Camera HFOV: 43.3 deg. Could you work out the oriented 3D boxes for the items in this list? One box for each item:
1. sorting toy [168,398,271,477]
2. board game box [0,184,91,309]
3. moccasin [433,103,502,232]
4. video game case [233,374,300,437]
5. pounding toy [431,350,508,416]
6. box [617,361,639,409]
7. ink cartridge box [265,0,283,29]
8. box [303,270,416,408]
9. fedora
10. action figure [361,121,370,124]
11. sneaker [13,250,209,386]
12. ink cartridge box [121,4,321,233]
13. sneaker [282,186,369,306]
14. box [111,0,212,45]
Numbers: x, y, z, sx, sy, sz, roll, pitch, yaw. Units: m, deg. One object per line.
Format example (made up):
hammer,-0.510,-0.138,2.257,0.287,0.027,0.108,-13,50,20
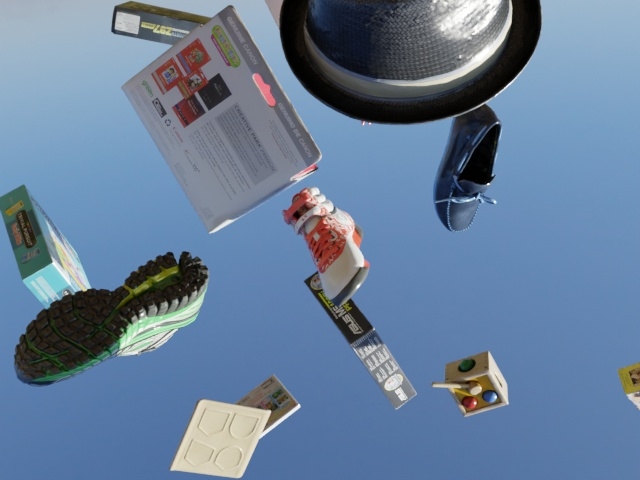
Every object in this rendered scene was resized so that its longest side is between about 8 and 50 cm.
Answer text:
sorting toy,-0.281,0.556,2.108,0.229,0.307,0.041,16,-166,-34
board game box,-0.624,0.057,1.879,0.079,0.254,0.336,-31,-136,-8
moccasin,0.339,-0.151,1.867,0.137,0.342,0.117,-17,-140,-20
video game case,-0.162,0.490,2.386,0.157,0.019,0.143,-35,-130,-15
pounding toy,0.342,0.331,1.853,0.130,0.141,0.100,-22,-155,21
box,0.676,0.238,1.481,0.232,0.087,0.058,-27,-133,25
ink cartridge box,-0.031,-0.503,1.555,0.158,0.218,0.092,-28,-177,-25
box,0.084,0.203,1.686,0.060,0.270,0.216,-35,-135,-2
fedora,0.108,-0.302,0.979,0.333,0.334,0.152,-9,159,2
action figure,0.153,-0.309,2.035,0.038,0.030,0.115,-5,178,-38
sneaker,-0.332,0.154,1.331,0.343,0.146,0.134,-24,-126,-30
ink cartridge box,-0.152,-0.216,1.435,0.271,0.310,0.130,-29,-177,26
sneaker,-0.001,0.001,1.330,0.090,0.145,0.270,-45,-165,18
box,-0.294,-0.437,1.655,0.232,0.059,0.183,11,-160,-7
